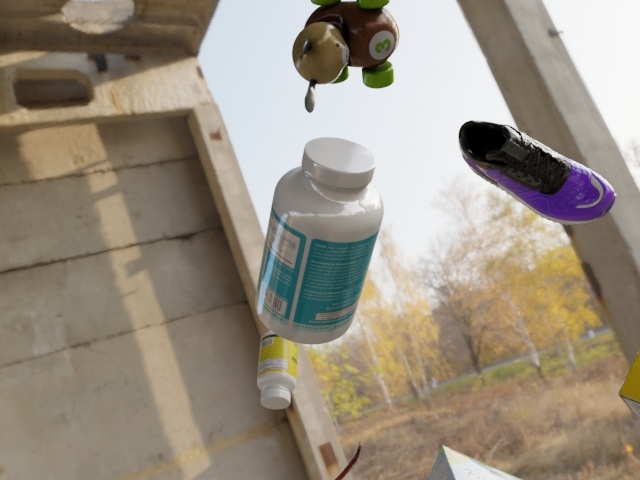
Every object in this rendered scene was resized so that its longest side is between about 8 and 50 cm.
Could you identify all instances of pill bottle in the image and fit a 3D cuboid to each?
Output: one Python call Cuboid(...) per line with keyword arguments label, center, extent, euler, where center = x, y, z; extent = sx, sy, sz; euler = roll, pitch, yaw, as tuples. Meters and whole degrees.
Cuboid(label="pill bottle", center=(-0.071, 0.212, 1.097), extent=(0.065, 0.116, 0.065), euler=(1, -38, 1))
Cuboid(label="pill bottle", center=(0.000, 0.000, 0.895), extent=(0.146, 0.146, 0.264), euler=(-12, -48, -33))

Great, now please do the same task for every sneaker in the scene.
Cuboid(label="sneaker", center=(0.350, -0.125, 1.143), extent=(0.102, 0.293, 0.146), euler=(-58, -33, -1))

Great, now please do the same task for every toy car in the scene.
Cuboid(label="toy car", center=(0.020, -0.272, 0.971), extent=(0.148, 0.155, 0.188), euler=(11, 42, 23))

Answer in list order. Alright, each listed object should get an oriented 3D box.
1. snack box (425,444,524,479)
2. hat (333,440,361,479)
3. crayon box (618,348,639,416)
Cuboid(label="snack box", center=(0.246, 0.380, 0.908), extent=(0.174, 0.070, 0.207), euler=(23, 6, -4))
Cuboid(label="hat", center=(-0.069, 0.332, 0.709), extent=(0.208, 0.173, 0.184), euler=(5, 28, 1))
Cuboid(label="crayon box", center=(0.713, 0.187, 1.045), extent=(0.362, 0.313, 0.106), euler=(18, -20, 50))
